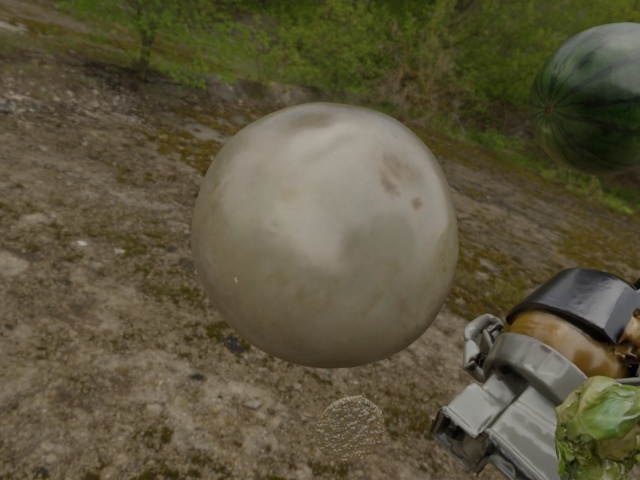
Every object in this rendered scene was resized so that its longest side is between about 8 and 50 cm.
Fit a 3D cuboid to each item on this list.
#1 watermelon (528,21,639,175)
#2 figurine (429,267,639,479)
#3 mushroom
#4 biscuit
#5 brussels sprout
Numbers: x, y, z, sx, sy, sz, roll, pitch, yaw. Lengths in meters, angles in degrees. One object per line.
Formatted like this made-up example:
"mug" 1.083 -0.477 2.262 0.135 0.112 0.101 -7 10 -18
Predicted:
"watermelon" 0.377 -0.180 0.660 0.214 0.188 0.188 -12 30 -21
"figurine" 0.261 0.137 0.556 0.308 0.308 0.143 45 -10 53
"mushroom" 0.000 0.000 0.412 0.204 0.204 0.204 15 20 -6
"biscuit" 0.049 0.309 0.836 0.120 0.120 0.015 12 6 -15
"brussels sprout" 0.173 0.106 0.291 0.085 0.085 0.058 17 36 -1
